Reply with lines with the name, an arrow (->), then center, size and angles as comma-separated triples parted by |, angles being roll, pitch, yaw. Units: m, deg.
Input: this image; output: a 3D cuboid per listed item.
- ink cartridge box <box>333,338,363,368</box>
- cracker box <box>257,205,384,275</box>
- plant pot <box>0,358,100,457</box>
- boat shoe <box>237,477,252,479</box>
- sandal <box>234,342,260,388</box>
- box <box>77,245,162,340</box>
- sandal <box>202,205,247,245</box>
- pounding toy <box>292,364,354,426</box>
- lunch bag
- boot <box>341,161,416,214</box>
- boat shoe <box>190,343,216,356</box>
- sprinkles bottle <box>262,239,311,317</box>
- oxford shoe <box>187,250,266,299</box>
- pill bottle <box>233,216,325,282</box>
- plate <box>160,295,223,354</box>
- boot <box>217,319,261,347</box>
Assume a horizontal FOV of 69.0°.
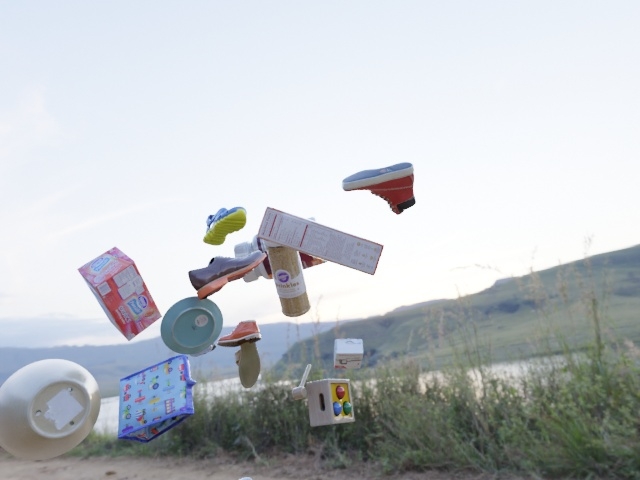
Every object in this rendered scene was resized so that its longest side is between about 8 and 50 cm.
ink cartridge box -> 0.110, 0.455, 1.860 | 0.109, 0.063, 0.150 | 0, -37, -1
cracker box -> 0.000, 0.000, 0.930 | 0.232, 0.067, 0.156 | 19, 2, 0
plant pot -> -0.658, 0.413, 1.150 | 0.256, 0.256, 0.274 | 1, -17, -36
boat shoe -> -0.180, 0.759, 1.361 | 0.219, 0.070, 0.078 | -10, 33, 42
sandal -> -0.283, 0.424, 1.741 | 0.088, 0.240, 0.079 | 0, -7, -34
box -> -0.707, 0.191, 1.660 | 0.154, 0.142, 0.300 | -39, -40, -29
sandal -> -0.429, -0.089, 2.053 | 0.126, 0.138, 0.317 | 15, -28, -38
pounding toy -> 0.011, 0.461, 1.408 | 0.094, 0.181, 0.206 | -20, -25, 29
lunch bag -> -0.571, 0.556, 1.668 | 0.293, 0.221, 0.138 | -30, -40, 16
boot -> 0.197, -0.151, 1.553 | 0.244, 0.176, 0.088 | -10, 31, 0
boat shoe -> -0.472, 0.433, 1.858 | 0.125, 0.046, 0.038 | -24, -13, 24
sprinkles bottle -> -0.123, 0.110, 1.729 | 0.121, 0.355, 0.121 | -10, 24, 5
oxford shoe -> -0.274, 0.075, 1.403 | 0.271, 0.098, 0.097 | -30, -7, -47
pill bottle -> -0.179, 0.050, 2.126 | 0.392, 0.224, 0.224 | -17, -14, 3
plate -> -0.379, 0.257, 1.387 | 0.188, 0.188, 0.024 | -1, 14, -28
boot -> -0.298, 0.335, 1.678 | 0.158, 0.084, 0.059 | -13, -28, -3
